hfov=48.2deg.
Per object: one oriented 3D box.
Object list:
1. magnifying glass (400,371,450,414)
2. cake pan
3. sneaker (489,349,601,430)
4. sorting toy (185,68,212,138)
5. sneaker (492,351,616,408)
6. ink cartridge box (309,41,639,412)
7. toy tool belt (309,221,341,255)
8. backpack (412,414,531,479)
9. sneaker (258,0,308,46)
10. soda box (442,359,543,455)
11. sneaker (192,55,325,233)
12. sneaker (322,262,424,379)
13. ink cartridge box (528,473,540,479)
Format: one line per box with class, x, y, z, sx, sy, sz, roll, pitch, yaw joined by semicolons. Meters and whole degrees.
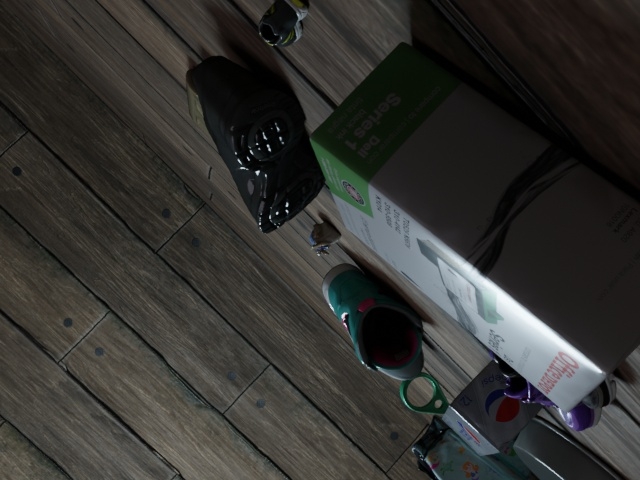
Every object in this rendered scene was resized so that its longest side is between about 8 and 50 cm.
magnifying glass;0.288;0.395;1.708;0.231;0.092;0.026;36;170;-14
cake pan;0.414;0.388;1.102;0.293;0.054;0.293;43;173;7
sneaker;0.224;0.145;0.736;0.170;0.071;0.068;47;172;-25
sorting toy;-0.117;-0.153;1.056;0.229;0.041;0.307;49;172;-5
sneaker;0.196;0.103;0.642;0.170;0.075;0.063;47;172;-20
ink cartridge box;0.112;-0.001;0.466;0.219;0.092;0.160;41;172;22
toy tool belt;0.000;0.000;1.180;0.052;0.051;0.083;44;172;3
backpack;0.319;0.458;1.431;0.225;0.191;0.253;39;180;-4
sneaker;-0.034;-0.166;0.554;0.031;0.035;0.083;45;172;-2
soda box;0.251;0.255;1.072;0.091;0.098;0.286;43;172;17
sneaker;-0.074;-0.114;0.856;0.130;0.109;0.286;47;165;24
sneaker;0.127;0.180;1.259;0.295;0.123;0.178;50;179;-31
ink cartridge box;0.443;0.626;1.544;0.353;0.207;0.119;-158;67;-75
